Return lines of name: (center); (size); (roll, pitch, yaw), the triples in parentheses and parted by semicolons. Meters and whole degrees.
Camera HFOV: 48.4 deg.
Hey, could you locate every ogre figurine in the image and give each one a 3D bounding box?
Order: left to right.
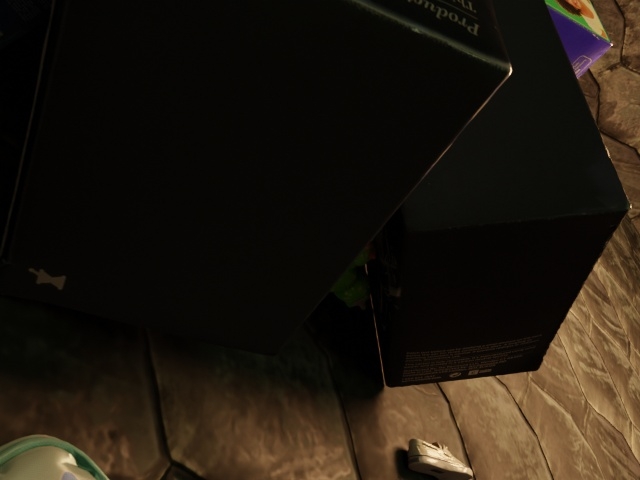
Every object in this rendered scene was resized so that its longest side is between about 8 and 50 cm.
ogre figurine: (0.000, 0.000, 0.721); (0.197, 0.096, 0.118); (74, -5, -53)

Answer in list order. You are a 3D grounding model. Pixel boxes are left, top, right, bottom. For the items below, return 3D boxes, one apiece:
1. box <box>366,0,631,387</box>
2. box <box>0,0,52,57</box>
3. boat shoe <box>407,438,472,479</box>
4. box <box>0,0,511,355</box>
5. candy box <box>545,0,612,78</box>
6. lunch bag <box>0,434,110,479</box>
box: (0.135, -0.071, 0.747); (0.313, 0.178, 0.343); (89, -5, -56)
box: (-0.277, -0.191, 0.515); (0.136, 0.036, 0.225); (49, 33, -20)
boat shoe: (0.129, 0.236, 0.771); (0.100, 0.035, 0.035); (27, 46, -34)
box: (-0.061, -0.172, 0.520); (0.211, 0.293, 0.396); (18, 47, -19)
candy box: (0.155, -0.250, 0.915); (0.317, 0.268, 0.122); (16, 46, -29)
lunch bag: (-0.157, 0.224, 0.276); (0.224, 0.107, 0.279); (53, 30, -7)
